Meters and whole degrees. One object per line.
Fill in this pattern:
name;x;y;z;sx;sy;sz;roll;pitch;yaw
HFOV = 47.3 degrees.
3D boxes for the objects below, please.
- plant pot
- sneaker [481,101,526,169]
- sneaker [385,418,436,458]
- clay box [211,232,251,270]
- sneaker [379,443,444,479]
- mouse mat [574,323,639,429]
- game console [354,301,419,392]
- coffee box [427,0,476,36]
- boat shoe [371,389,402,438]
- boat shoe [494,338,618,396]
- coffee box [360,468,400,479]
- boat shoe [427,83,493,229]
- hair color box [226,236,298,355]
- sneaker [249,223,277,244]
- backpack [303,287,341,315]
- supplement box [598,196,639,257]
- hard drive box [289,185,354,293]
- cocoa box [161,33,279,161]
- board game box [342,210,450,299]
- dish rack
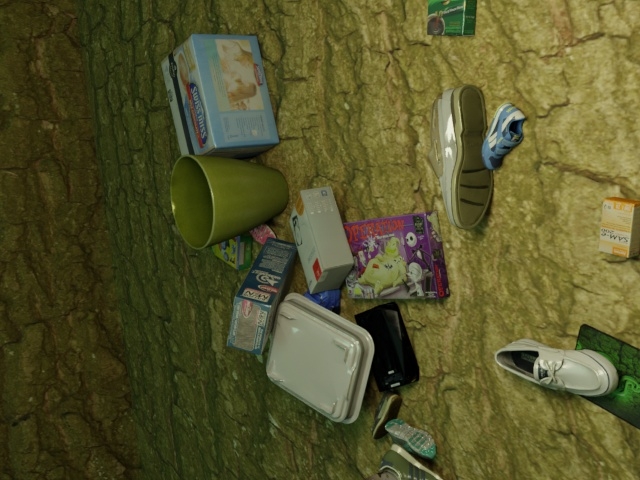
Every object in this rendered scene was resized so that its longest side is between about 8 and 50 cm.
plant pot;-0.250;-0.130;2.160;0.275;0.294;0.274;20;115;52
sneaker;0.371;-0.204;1.481;0.059;0.053;0.144;40;130;40
sneaker;0.237;0.520;1.868;0.166;0.065;0.076;24;134;53
clay box;-0.313;0.006;2.494;0.222;0.053;0.127;26;119;48
sneaker;0.231;0.598;1.820;0.192;0.086;0.064;34;153;25
mouse mat;0.558;0.259;1.382;0.190;0.007;0.152;29;122;49
game console;0.100;0.309;1.957;0.361;0.044;0.213;-27;76;43
coffee box;0.277;-0.526;1.537;0.113;0.040;0.184;23;117;50
boat shoe;0.171;0.461;1.941;0.049;0.056;0.152;49;125;45
boat shoe;0.457;0.257;1.445;0.258;0.084;0.095;1;98;58
coffee box;0.117;0.685;1.858;0.119;0.297;0.168;58;139;27
boat shoe;0.293;-0.173;1.559;0.103;0.113;0.302;-2;87;56
hair color box;-0.160;0.149;2.089;0.105;0.347;0.173;15;120;4
sneaker;-0.196;-0.044;2.316;0.170;0.075;0.063;35;110;18
backpack;0.003;0.168;2.055;0.098;0.101;0.120;31;121;35
supplement box;0.538;-0.024;1.308;0.062;0.036;0.098;19;114;52
hard drive box;0.000;0.000;1.964;0.181;0.089;0.232;115;141;-61
cocoa box;-0.303;-0.421;2.211;0.228;0.231;0.347;-17;85;54
board game box;0.173;0.043;1.831;0.347;0.056;0.208;-7;89;55
dish rack;-0.021;0.323;1.984;0.333;0.072;0.285;24;110;35
